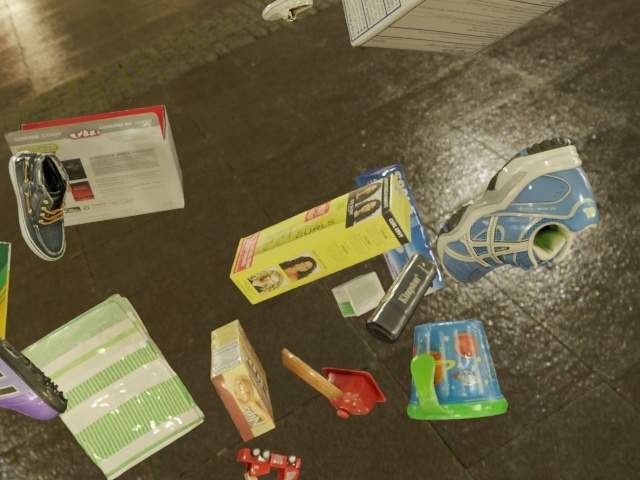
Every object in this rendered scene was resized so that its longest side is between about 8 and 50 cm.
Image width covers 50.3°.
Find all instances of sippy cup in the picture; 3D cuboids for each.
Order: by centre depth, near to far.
[{"bbox_3d":[0.321,0.309,1.657,0.240,0.305,0.224,-4,80,-2],"label":"sippy cup"}]

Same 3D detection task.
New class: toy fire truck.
[{"bbox_3d":[-0.142,0.527,1.494,0.192,0.047,0.135,17,65,-19],"label":"toy fire truck"}]

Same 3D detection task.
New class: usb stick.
[{"bbox_3d":[0.185,0.125,1.517,0.077,0.045,0.278,29,44,12],"label":"usb stick"}]

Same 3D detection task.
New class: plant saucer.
[{"bbox_3d":[-0.027,0.358,1.807,0.200,0.200,0.037,30,79,43],"label":"plant saucer"}]

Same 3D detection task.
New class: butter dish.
[{"bbox_3d":[0.080,0.442,1.919,0.160,0.160,0.118,0,47,32],"label":"butter dish"}]

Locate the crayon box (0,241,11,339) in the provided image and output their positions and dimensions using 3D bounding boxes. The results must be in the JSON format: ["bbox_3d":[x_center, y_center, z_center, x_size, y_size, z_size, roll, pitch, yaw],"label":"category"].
[{"bbox_3d":[-0.837,0.183,1.704,0.081,0.202,0.319,7,64,-31],"label":"crayon box"}]

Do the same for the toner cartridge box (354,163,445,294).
[{"bbox_3d":[0.213,-0.027,1.850,0.075,0.348,0.165,-24,8,-16],"label":"toner cartridge box"}]

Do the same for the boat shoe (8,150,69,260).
[{"bbox_3d":[-0.428,-0.050,1.068,0.083,0.183,0.065,6,26,36],"label":"boat shoe"}]

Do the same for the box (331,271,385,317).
[{"bbox_3d":[0.103,0.144,1.805,0.102,0.087,0.101,-24,0,-21],"label":"box"}]

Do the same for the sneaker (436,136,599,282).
[{"bbox_3d":[0.171,-0.003,0.622,0.080,0.211,0.081,-14,68,-20],"label":"sneaker"}]

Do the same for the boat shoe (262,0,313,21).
[{"bbox_3d":[-0.055,-0.387,1.149,0.100,0.035,0.035,-16,-4,29],"label":"boat shoe"}]

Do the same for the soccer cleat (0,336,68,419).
[{"bbox_3d":[-0.494,0.179,0.953,0.318,0.109,0.116,28,65,16],"label":"soccer cleat"}]

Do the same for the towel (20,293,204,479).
[{"bbox_3d":[-0.421,0.301,1.389,0.248,0.325,0.038,-32,11,-4],"label":"towel"}]

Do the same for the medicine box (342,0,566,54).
[{"bbox_3d":[0.215,-0.404,1.013,0.263,0.149,0.289,-7,-7,-35],"label":"medicine box"}]

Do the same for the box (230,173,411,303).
[{"bbox_3d":[0.000,0.000,0.867,0.232,0.058,0.087,-22,32,23],"label":"box"}]

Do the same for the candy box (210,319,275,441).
[{"bbox_3d":[-0.199,0.339,1.707,0.087,0.183,0.316,-26,15,-3],"label":"candy box"}]

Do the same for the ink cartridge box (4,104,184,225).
[{"bbox_3d":[-0.471,-0.181,1.462,0.309,0.272,0.130,-9,48,-6],"label":"ink cartridge box"}]
